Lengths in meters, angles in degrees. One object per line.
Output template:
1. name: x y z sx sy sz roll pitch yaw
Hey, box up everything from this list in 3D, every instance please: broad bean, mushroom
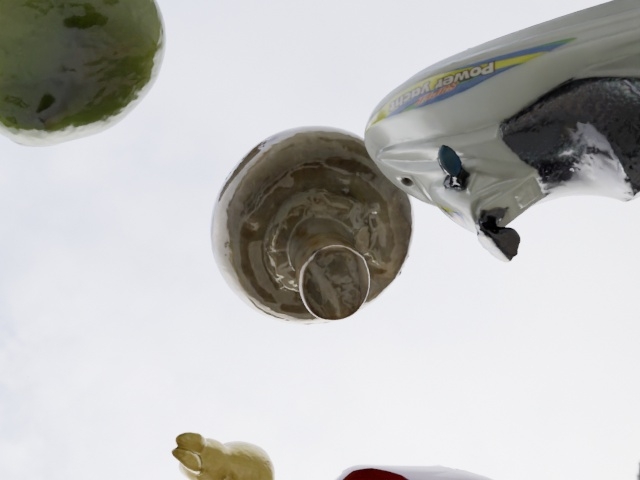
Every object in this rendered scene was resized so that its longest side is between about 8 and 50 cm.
1. broad bean: -0.346 -0.251 0.749 0.291 0.119 0.238 -44 -41 5
2. mushroom: 0.000 0.000 0.522 0.208 0.215 0.207 -4 -69 -10

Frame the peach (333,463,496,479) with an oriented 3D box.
1. peach: 0.087 0.270 0.259 0.308 0.307 0.332 -22 -114 -30

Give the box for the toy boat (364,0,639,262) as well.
1. toy boat: 0.153 -0.060 0.338 0.141 0.270 0.140 39 -138 -47

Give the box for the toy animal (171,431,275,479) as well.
1. toy animal: -0.121 0.255 0.633 0.159 0.070 0.083 44 -162 -43
